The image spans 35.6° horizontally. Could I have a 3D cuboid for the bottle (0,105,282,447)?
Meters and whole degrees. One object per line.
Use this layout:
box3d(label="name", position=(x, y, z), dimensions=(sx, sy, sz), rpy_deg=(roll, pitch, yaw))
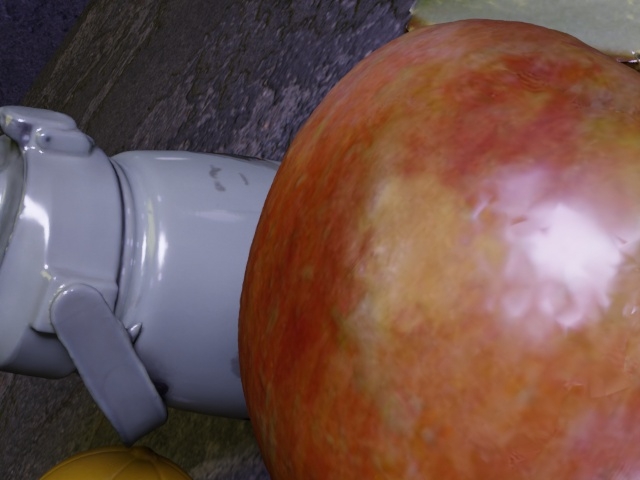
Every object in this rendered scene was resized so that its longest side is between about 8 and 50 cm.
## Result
box3d(label="bottle", position=(-0.121, 0.035, 0.739), dimensions=(0.229, 0.352, 0.229), rpy_deg=(-16, 70, 51))

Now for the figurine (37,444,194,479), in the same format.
box3d(label="figurine", position=(-0.161, 0.294, 0.795), dimensions=(0.167, 0.192, 0.256), rpy_deg=(-11, 75, 22))

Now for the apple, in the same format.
box3d(label="apple", position=(0.096, 0.066, 0.465), dimensions=(0.301, 0.301, 0.301), rpy_deg=(-39, 35, 33))

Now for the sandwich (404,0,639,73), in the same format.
box3d(label="sandwich", position=(0.201, -0.126, 0.607), dimensions=(0.227, 0.198, 0.155), rpy_deg=(14, 75, 30))
